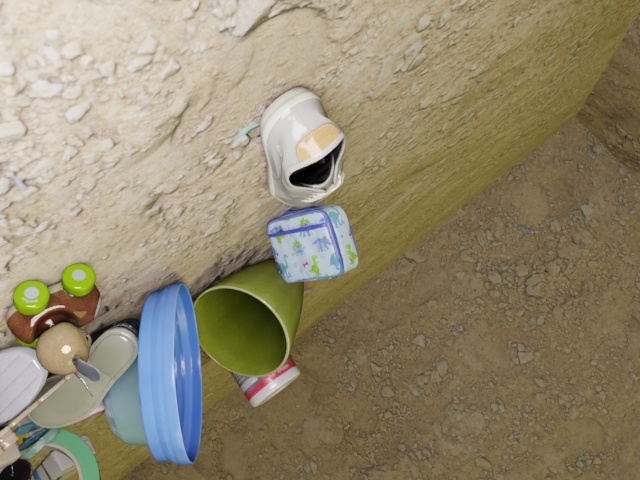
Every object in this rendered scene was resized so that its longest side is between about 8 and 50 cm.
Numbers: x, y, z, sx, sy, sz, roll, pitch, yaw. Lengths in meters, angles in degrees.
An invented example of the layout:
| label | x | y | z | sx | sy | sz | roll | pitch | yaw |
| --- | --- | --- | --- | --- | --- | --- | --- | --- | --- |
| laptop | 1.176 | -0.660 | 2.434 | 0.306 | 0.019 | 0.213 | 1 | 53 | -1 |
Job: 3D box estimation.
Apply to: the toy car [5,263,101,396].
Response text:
| label | x | y | z | sx | sy | sz | roll | pitch | yaw |
| --- | --- | --- | --- | --- | --- | --- | --- | --- | --- |
| toy car | -0.415 | 0.165 | 0.868 | 0.148 | 0.188 | 0.155 | -25 | 162 | -39 |

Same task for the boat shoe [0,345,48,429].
| label | x | y | z | sx | sy | sz | roll | pitch | yaw |
| --- | --- | --- | --- | --- | --- | --- | --- | --- | --- |
| boat shoe | -0.626 | 0.298 | 0.984 | 0.335 | 0.121 | 0.119 | -38 | -176 | 13 |

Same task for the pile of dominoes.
| label | x | y | z | sx | sy | sz | roll | pitch | yaw |
| --- | --- | --- | --- | --- | --- | --- | --- | --- | --- |
| pile of dominoes | -0.555 | 0.345 | 0.988 | 0.196 | 0.040 | 0.251 | -35 | -172 | 43 |

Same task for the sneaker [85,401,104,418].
| label | x | y | z | sx | sy | sz | roll | pitch | yaw |
| --- | --- | --- | --- | --- | --- | --- | --- | --- | --- |
| sneaker | -0.612 | 0.386 | 1.304 | 0.095 | 0.105 | 0.236 | -22 | -178 | -36 |

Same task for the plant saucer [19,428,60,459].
| label | x | y | z | sx | sy | sz | roll | pitch | yaw |
| --- | --- | --- | --- | --- | --- | --- | --- | --- | --- |
| plant saucer | -0.709 | 0.515 | 1.323 | 0.119 | 0.021 | 0.119 | -42 | -174 | 5 |

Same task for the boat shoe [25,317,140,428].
| label | x | y | z | sx | sy | sz | roll | pitch | yaw |
| --- | --- | --- | --- | --- | --- | --- | --- | --- | --- |
| boat shoe | -0.523 | 0.290 | 1.167 | 0.340 | 0.127 | 0.113 | -46 | -164 | 16 |

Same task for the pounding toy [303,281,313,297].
| label | x | y | z | sx | sy | sz | roll | pitch | yaw |
| --- | --- | --- | --- | --- | --- | --- | --- | --- | --- |
| pounding toy | -0.132 | 0.264 | 1.926 | 0.269 | 0.155 | 0.154 | -41 | 161 | 16 |

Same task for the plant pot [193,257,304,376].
| label | x | y | z | sx | sy | sz | roll | pitch | yaw |
| --- | --- | --- | --- | --- | --- | --- | --- | --- | --- |
| plant pot | -0.157 | 0.174 | 1.427 | 0.275 | 0.274 | 0.293 | -46 | -177 | 32 |

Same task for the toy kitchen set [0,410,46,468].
| label | x | y | z | sx | sy | sz | roll | pitch | yaw |
| --- | --- | --- | --- | --- | --- | --- | --- | --- | --- |
| toy kitchen set | -0.737 | 0.482 | 1.231 | 0.166 | 0.122 | 0.207 | -41 | 165 | 16 |

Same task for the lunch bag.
| label | x | y | z | sx | sy | sz | roll | pitch | yaw |
| --- | --- | --- | --- | --- | --- | --- | --- | --- | --- |
| lunch bag | -0.025 | 0.006 | 1.248 | 0.218 | 0.176 | 0.090 | -8 | -170 | 43 |

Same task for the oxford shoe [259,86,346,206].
| label | x | y | z | sx | sy | sz | roll | pitch | yaw |
| --- | --- | --- | --- | --- | --- | --- | --- | --- | --- |
| oxford shoe | -0.016 | -0.133 | 1.016 | 0.169 | 0.130 | 0.449 | -39 | 168 | -6 |

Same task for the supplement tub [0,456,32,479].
| label | x | y | z | sx | sy | sz | roll | pitch | yaw |
| --- | --- | --- | --- | --- | --- | --- | --- | --- | --- |
| supplement tub | -0.937 | 0.731 | 1.571 | 0.106 | 0.106 | 0.198 | -24 | 161 | -43 |

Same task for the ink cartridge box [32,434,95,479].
| label | x | y | z | sx | sy | sz | roll | pitch | yaw |
| --- | --- | --- | --- | --- | --- | --- | --- | --- | --- |
| ink cartridge box | -0.929 | 0.806 | 1.878 | 0.190 | 0.082 | 0.139 | -44 | 165 | 29 |

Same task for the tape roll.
| label | x | y | z | sx | sy | sz | roll | pitch | yaw |
| --- | --- | --- | --- | --- | --- | --- | --- | --- | --- |
| tape roll | -0.748 | 0.659 | 1.353 | 0.321 | 0.321 | 0.077 | -28 | 162 | -31 |

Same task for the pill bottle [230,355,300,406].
| label | x | y | z | sx | sy | sz | roll | pitch | yaw |
| --- | --- | --- | --- | --- | --- | --- | --- | --- | --- |
| pill bottle | -0.219 | 0.327 | 1.582 | 0.176 | 0.319 | 0.176 | -35 | 166 | -10 |

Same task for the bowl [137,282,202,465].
| label | x | y | z | sx | sy | sz | roll | pitch | yaw |
| --- | --- | --- | --- | --- | --- | --- | --- | --- | --- |
| bowl | -0.328 | 0.293 | 1.153 | 0.077 | 0.392 | 0.391 | -5 | 160 | -7 |

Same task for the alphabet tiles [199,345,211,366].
| label | x | y | z | sx | sy | sz | roll | pitch | yaw |
| --- | --- | --- | --- | --- | --- | --- | --- | --- | --- |
| alphabet tiles | -0.502 | 0.476 | 2.007 | 0.285 | 0.011 | 0.342 | -36 | 166 | -8 |

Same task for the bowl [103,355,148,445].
| label | x | y | z | sx | sy | sz | roll | pitch | yaw |
| --- | --- | --- | --- | --- | --- | --- | --- | --- | --- |
| bowl | -0.476 | 0.418 | 1.391 | 0.163 | 0.312 | 0.311 | -14 | 160 | -12 |
